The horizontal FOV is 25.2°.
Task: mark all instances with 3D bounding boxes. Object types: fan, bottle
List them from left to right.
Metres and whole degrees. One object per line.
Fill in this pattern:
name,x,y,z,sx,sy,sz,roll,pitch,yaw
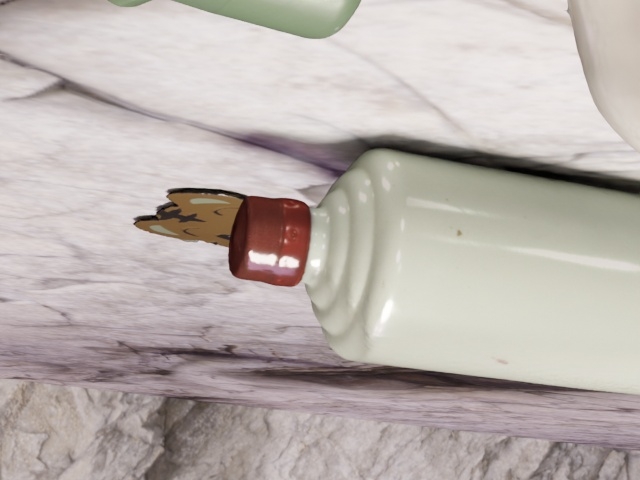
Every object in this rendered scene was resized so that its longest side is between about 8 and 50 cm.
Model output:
fan,0.000,0.000,0.905,0.226,0.008,0.152,10,167,-19
bottle,0.077,0.015,0.691,0.245,0.104,0.104,9,169,-17

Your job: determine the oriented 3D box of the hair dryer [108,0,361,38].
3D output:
hair dryer,-0.046,-0.087,0.424,0.071,0.047,0.150,13,178,-25

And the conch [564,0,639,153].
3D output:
conch,0.112,-0.052,0.356,0.104,0.094,0.176,-35,170,3
